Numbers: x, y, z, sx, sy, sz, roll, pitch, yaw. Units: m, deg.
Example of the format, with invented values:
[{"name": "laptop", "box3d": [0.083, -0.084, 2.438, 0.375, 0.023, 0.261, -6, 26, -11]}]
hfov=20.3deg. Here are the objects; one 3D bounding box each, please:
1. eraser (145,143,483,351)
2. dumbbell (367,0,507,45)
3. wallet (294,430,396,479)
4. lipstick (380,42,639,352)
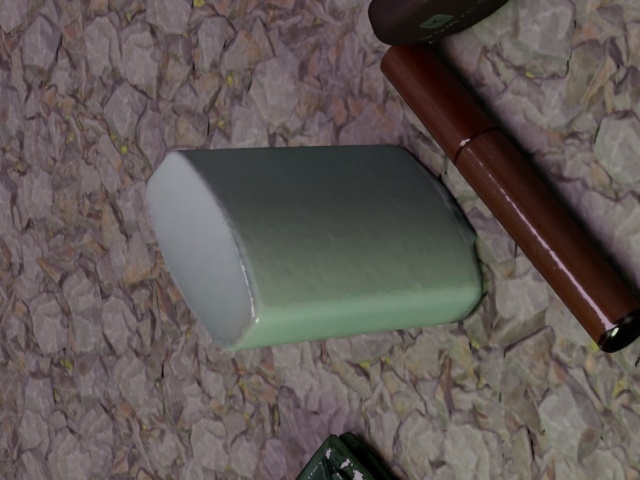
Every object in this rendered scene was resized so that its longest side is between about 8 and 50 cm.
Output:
[{"name": "eraser", "box3d": [0.000, 0.000, 1.627, 0.104, 0.290, 0.189, -44, 62, 39]}, {"name": "dumbbell", "box3d": [0.081, -0.299, 1.624, 0.140, 0.124, 0.225, -31, 73, 43]}, {"name": "wallet", "box3d": [0.049, 0.323, 1.768, 0.236, 0.055, 0.160, 47, 114, 30]}, {"name": "lipstick", "box3d": [0.172, -0.047, 1.613, 0.357, 0.057, 0.057, 54, 128, 25]}]
